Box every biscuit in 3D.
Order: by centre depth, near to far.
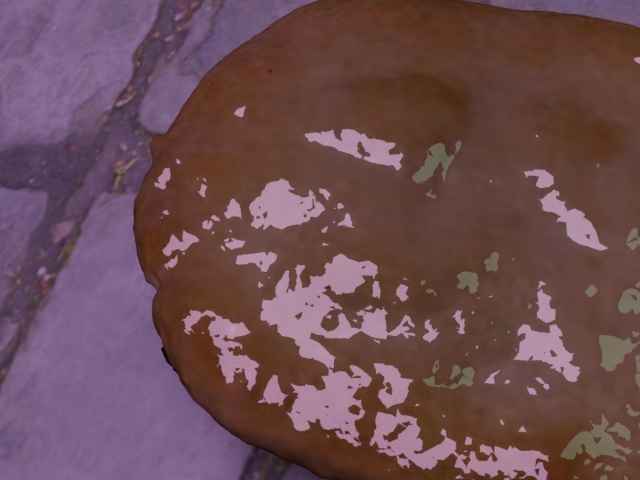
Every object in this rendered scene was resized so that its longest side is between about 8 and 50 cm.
[{"bbox_3d":[0.091,-0.015,1.181,0.446,0.104,0.429,16,63,7],"label":"biscuit"}]

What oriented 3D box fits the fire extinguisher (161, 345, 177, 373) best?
[{"bbox_3d":[0.000,0.000,1.286,0.294,0.093,0.118,-52,23,-19],"label":"fire extinguisher"}]
